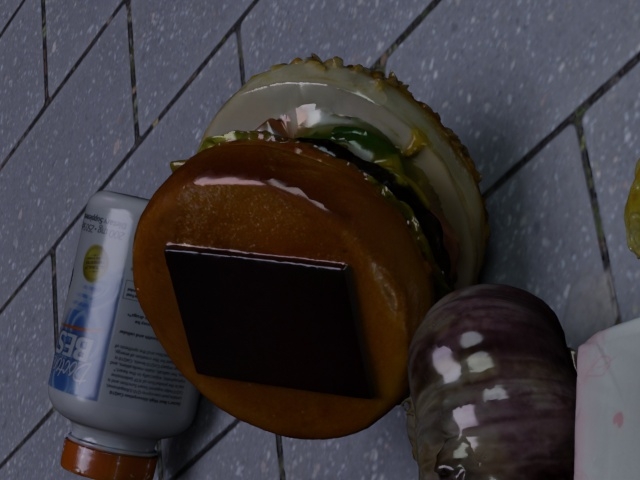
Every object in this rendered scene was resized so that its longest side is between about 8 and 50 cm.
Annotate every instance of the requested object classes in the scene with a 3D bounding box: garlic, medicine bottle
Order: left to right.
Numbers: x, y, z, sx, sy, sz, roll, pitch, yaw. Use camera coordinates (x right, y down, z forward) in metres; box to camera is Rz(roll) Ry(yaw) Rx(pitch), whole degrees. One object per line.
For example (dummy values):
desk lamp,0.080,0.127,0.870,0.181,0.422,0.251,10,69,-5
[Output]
medicine bottle,-0.191,0.102,2.035,0.157,0.157,0.289,13,91,62
garlic,0.143,0.150,1.410,0.245,0.160,0.245,177,90,-88

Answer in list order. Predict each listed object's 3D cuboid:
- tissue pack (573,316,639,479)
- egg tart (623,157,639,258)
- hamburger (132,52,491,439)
tissue pack,0.278,0.125,1.214,0.271,0.124,0.201,-26,54,57
egg tart,0.284,-0.037,1.273,0.191,0.074,0.191,-34,32,24
hamburger,0.000,0.000,1.605,0.291,0.291,0.225,-49,1,42
